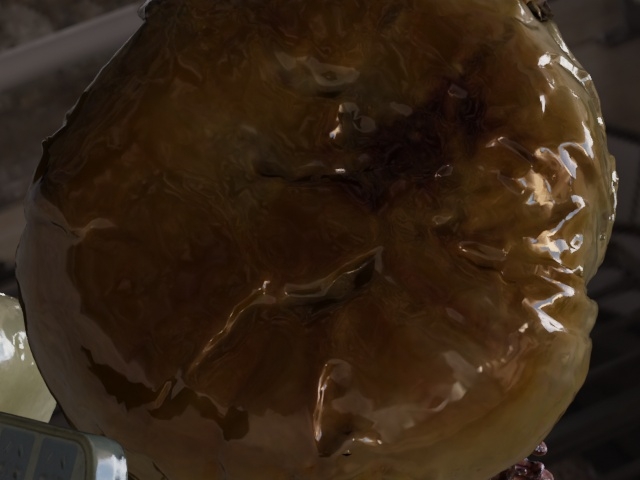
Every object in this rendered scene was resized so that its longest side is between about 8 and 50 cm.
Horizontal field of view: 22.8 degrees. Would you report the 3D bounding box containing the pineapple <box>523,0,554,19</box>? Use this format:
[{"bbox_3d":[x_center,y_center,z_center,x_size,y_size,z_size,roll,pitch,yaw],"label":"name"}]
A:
[{"bbox_3d":[0.082,-0.313,1.353,0.352,0.300,0.352,43,31,-34],"label":"pineapple"}]

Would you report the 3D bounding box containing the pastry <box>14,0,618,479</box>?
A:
[{"bbox_3d":[0.000,0.000,1.043,0.245,0.409,0.410,56,9,-73],"label":"pastry"}]

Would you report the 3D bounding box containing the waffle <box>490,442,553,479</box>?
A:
[{"bbox_3d":[0.180,0.276,2.058,0.234,0.221,0.055,59,-2,-10],"label":"waffle"}]

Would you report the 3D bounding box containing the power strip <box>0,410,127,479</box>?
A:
[{"bbox_3d":[-0.188,0.131,0.863,0.227,0.029,0.080,5,-100,41],"label":"power strip"}]

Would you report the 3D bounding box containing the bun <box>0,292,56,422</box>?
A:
[{"bbox_3d":[-0.456,0.189,1.707,0.364,0.364,0.202,95,-17,-68],"label":"bun"}]
